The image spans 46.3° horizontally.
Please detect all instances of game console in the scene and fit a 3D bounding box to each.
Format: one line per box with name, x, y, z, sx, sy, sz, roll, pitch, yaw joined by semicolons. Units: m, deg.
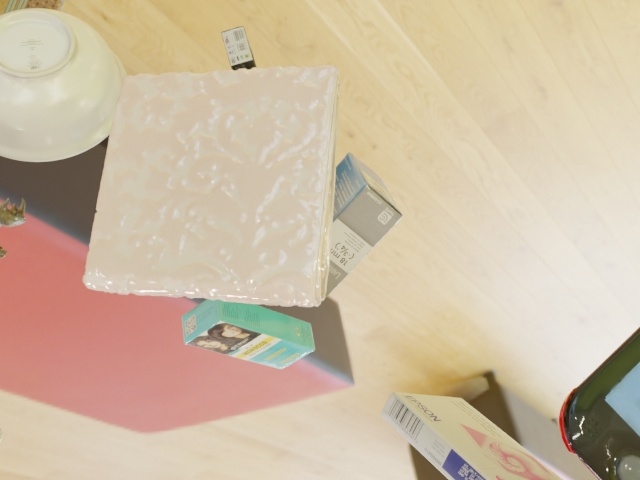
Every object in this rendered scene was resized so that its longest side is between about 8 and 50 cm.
game console;0.554;0.243;1.007;0.386;0.342;0.060;-40;165;-10

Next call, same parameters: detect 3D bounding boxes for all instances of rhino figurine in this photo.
rhino figurine;-0.700;-0.009;1.554;0.073;0.243;0.106;1;133;40

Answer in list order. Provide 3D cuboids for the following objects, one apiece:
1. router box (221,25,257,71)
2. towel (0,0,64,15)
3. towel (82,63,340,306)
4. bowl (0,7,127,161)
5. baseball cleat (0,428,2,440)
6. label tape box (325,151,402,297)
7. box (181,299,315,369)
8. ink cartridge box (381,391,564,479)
router box;-0.138;-0.308;1.408;0.046;0.133;0.179;-16;105;0
towel;-0.746;-0.509;1.561;0.370;0.040;0.271;32;111;-10
towel;-0.140;-0.076;0.993;0.331;0.317;0.053;2;167;18
bowl;-0.480;-0.292;1.264;0.298;0.298;0.134;-3;153;-11
baseball cleat;-0.634;0.317;1.375;0.072;0.206;0.109;8;174;29
label tape box;0.000;0.000;1.532;0.106;0.240;0.334;39;103;-18
box;-0.129;0.172;1.387;0.100;0.060;0.244;-34;141;30
ink cartridge box;0.340;0.428;1.529;0.330;0.324;0.071;12;106;-41
